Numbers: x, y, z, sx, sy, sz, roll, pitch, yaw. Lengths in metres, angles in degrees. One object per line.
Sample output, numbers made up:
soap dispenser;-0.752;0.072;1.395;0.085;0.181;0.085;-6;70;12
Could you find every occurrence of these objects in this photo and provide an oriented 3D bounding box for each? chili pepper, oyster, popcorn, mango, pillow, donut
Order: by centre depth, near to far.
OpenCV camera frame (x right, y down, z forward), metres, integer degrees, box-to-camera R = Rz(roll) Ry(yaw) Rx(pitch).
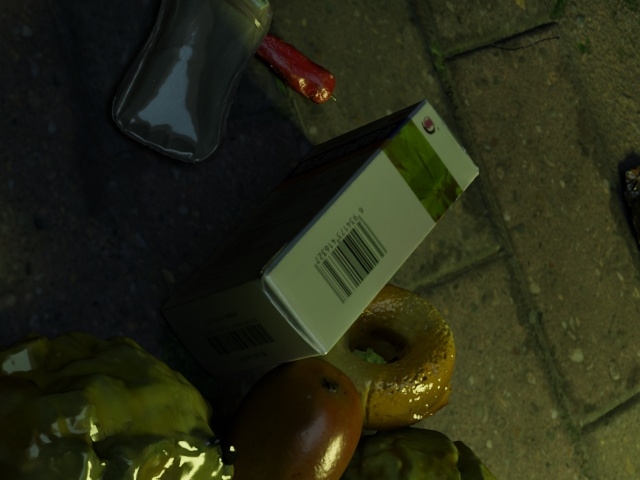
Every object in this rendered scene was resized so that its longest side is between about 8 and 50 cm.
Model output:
popcorn;-0.205;0.198;1.214;0.286;0.215;0.252;-9;84;-55
mango;-0.043;0.218;1.353;0.120;0.151;0.221;31;86;-1
popcorn;0.095;0.292;1.448;0.221;0.184;0.204;10;43;-33
pillow;-0.133;-0.193;1.468;0.130;0.038;0.233;29;67;-23
donut;0.062;0.116;1.478;0.190;0.075;0.174;-10;51;-32
chili pepper;-0.044;-0.206;1.552;0.178;0.027;0.045;32;62;-24
oyster;0.470;-0.023;1.893;0.105;0.056;0.177;9;69;-44

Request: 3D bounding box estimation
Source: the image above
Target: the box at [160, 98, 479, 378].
box;0.000;0.000;1.426;0.106;0.200;0.299;53;55;-14
